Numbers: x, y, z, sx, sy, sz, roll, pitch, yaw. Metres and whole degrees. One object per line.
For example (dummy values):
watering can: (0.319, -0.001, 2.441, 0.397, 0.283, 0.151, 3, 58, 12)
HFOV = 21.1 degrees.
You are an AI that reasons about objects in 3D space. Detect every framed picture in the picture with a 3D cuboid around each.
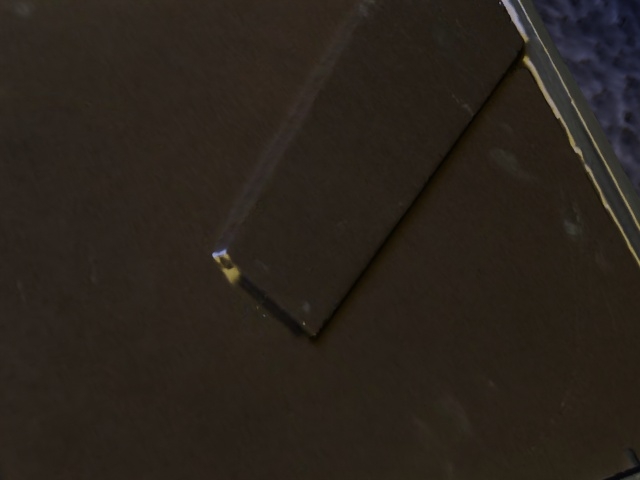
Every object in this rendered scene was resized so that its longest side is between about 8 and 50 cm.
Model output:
framed picture: (0.000, 0.000, 0.533, 0.315, 0.024, 0.232, -11, 69, -43)
